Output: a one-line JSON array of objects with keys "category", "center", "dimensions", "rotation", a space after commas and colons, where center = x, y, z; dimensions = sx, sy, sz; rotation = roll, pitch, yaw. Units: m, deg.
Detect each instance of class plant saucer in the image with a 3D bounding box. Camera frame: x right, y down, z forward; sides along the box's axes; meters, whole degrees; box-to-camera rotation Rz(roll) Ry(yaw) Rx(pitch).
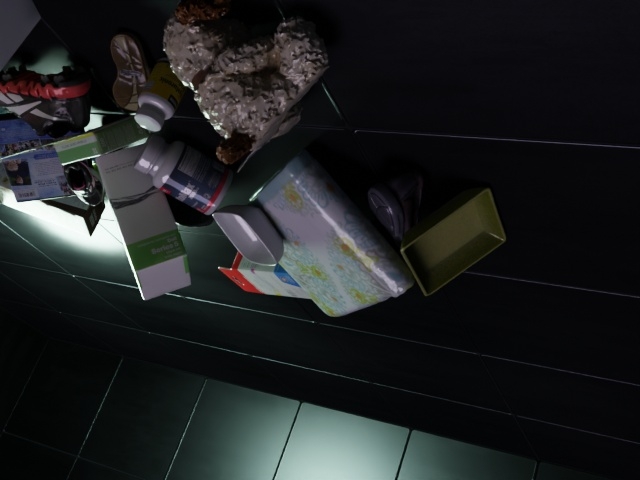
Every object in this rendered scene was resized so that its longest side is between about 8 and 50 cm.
[{"category": "plant saucer", "center": [0.232, -0.006, 1.479], "dimensions": [0.045, 0.188, 0.188], "rotation": [54, 179, 36]}]

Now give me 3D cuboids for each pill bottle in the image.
[{"category": "pill bottle", "center": [-0.269, -0.245, 1.390], "dimensions": [0.065, 0.116, 0.065], "rotation": [18, 158, 7]}, {"category": "pill bottle", "center": [-0.278, -0.137, 1.655], "dimensions": [0.180, 0.108, 0.108], "rotation": [29, 156, -19]}]

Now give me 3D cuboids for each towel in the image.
[{"category": "towel", "center": [0.000, 0.000, 1.634], "dimensions": [0.320, 0.090, 0.374], "rotation": [45, 157, -5]}]

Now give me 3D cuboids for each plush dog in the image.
[{"category": "plush dog", "center": [-0.143, -0.249, 1.220], "dimensions": [0.225, 0.210, 0.262], "rotation": [45, 157, 2]}]

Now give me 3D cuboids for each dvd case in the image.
[{"category": "dvd case", "center": [-0.581, -0.178, 1.743], "dimensions": [0.180, 0.022, 0.253], "rotation": [-9, 143, -11]}]

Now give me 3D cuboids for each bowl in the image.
[{"category": "bowl", "center": [-0.137, -0.018, 1.647], "dimensions": [0.142, 0.053, 0.142], "rotation": [4, 135, 55]}]

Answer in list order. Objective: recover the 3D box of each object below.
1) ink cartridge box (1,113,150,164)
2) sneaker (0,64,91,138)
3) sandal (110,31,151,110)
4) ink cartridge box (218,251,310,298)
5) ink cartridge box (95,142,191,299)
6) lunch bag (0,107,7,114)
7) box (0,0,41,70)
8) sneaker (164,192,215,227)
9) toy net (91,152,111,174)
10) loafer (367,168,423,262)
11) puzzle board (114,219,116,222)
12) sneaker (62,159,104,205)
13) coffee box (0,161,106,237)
[{"category": "ink cartridge box", "center": [-0.474, -0.180, 1.595], "dimensions": [0.171, 0.235, 0.056], "rotation": [-4, 110, 47]}, {"category": "sneaker", "center": [-0.545, -0.262, 1.569], "dimensions": [0.275, 0.097, 0.135], "rotation": [8, 120, 27]}, {"category": "sandal", "center": [-0.324, -0.295, 1.428], "dimensions": [0.072, 0.049, 0.180], "rotation": [13, 142, 4]}, {"category": "ink cartridge box", "center": [-0.123, 0.075, 2.038], "dimensions": [0.230, 0.078, 0.134], "rotation": [4, 151, 36]}, {"category": "ink cartridge box", "center": [-0.373, -0.038, 1.747], "dimensions": [0.114, 0.273, 0.198], "rotation": [-19, 162, -13]}, {"category": "lunch bag", "center": [-0.752, -0.307, 1.655], "dimensions": [0.176, 0.090, 0.219], "rotation": [23, 165, 43]}, {"category": "box", "center": [-0.644, -0.358, 1.231], "dimensions": [0.345, 0.215, 0.168], "rotation": [18, 154, 16]}, {"category": "sneaker", "center": [-0.328, -0.077, 1.910], "dimensions": [0.234, 0.084, 0.097], "rotation": [10, 179, 28]}, {"category": "toy net", "center": [-0.545, -0.180, 1.871], "dimensions": [0.232, 0.045, 0.122], "rotation": [-3, 148, 45]}, {"category": "loafer", "center": [0.152, -0.035, 1.539], "dimensions": [0.109, 0.095, 0.302], "rotation": [50, 170, 21]}, {"category": "puzzle board", "center": [-0.484, -0.036, 2.189], "dimensions": [0.128, 0.011, 0.096], "rotation": [26, 157, -13]}, {"category": "sneaker", "center": [-0.514, -0.126, 1.753], "dimensions": [0.071, 0.077, 0.178], "rotation": [-16, 144, 1]}, {"category": "coffee box", "center": [-0.677, -0.115, 2.061], "dimensions": [0.246, 0.098, 0.141], "rotation": [21, 158, 1]}]
